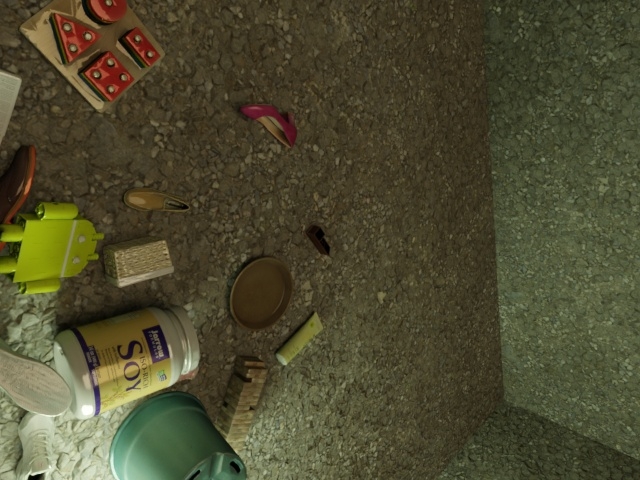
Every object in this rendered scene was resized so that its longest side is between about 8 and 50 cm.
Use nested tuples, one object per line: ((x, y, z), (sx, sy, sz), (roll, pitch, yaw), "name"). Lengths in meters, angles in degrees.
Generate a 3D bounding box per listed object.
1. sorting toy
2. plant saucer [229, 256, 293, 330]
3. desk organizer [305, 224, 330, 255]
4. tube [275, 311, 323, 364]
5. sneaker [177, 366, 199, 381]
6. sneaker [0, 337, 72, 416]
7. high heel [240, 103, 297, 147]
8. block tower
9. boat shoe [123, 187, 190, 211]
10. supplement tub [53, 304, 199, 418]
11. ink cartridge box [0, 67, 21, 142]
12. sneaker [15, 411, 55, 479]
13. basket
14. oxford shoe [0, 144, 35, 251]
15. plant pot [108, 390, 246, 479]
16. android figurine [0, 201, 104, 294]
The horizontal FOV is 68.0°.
((-0.557, -0.508, 1.211), (0.257, 0.089, 0.255), (-53, 129, -19), "sorting toy")
((-0.217, 0.192, 1.728), (0.278, 0.041, 0.278), (-12, 109, -41), "plant saucer")
((0.000, 0.000, 1.870), (0.047, 0.050, 0.130), (-51, 129, -21), "desk organizer")
((-0.078, 0.392, 1.894), (0.240, 0.062, 0.070), (-41, 165, -34), "tube")
((-0.456, 0.448, 1.563), (0.134, 0.051, 0.070), (-44, 121, -31), "sneaker")
((-0.752, 0.318, 1.176), (0.292, 0.169, 0.108), (45, 67, -22), "sneaker")
((-0.172, -0.385, 1.600), (0.244, 0.082, 0.117), (-1, 91, -55), "high heel")
((-0.294, 0.596, 1.722), (0.097, 0.091, 0.335), (17, 88, -43), "block tower")
((-0.474, -0.115, 1.394), (0.190, 0.072, 0.068), (2, 99, -42), "boat shoe")
((-0.537, 0.324, 1.331), (0.331, 0.241, 0.241), (-15, 110, -39), "supplement tub")
((-0.810, -0.302, 1.074), (0.181, 0.056, 0.225), (14, 109, -43), "ink cartridge box")
((-0.754, 0.568, 1.277), (0.090, 0.115, 0.232), (0, 101, -42), "sneaker")
((-0.526, 0.055, 1.363), (0.167, 0.113, 0.103), (-18, 110, -39), "basket")
((-0.758, -0.110, 1.125), (0.098, 0.097, 0.271), (23, 84, -37), "oxford shoe")
((-0.420, 0.694, 1.465), (0.341, 0.334, 0.341), (-11, 107, -41), "plant pot")
((-0.679, 0.018, 1.197), (0.273, 0.056, 0.248), (0, 114, -60), "android figurine")
